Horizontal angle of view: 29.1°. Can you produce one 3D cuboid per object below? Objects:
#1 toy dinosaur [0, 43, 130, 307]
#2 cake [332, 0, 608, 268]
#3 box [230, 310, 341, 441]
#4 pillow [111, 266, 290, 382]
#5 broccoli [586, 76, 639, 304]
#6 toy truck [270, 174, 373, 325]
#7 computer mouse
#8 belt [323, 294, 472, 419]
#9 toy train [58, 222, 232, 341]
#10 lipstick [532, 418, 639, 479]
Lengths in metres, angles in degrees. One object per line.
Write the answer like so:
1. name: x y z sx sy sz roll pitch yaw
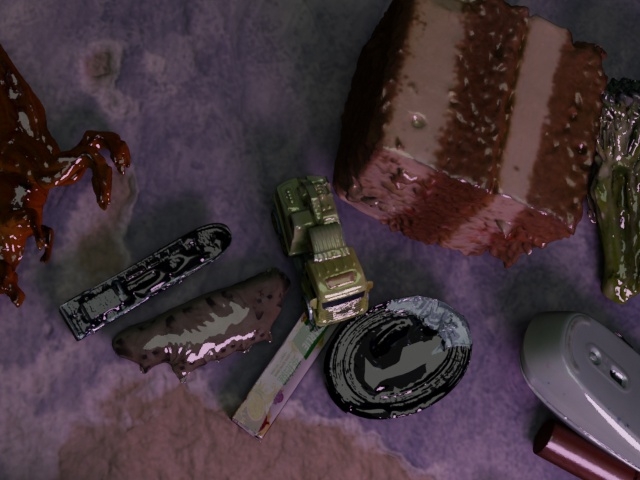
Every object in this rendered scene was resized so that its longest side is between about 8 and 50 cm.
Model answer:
1. toy dinosaur: -0.345 -0.111 1.529 0.208 0.097 0.432 -1 79 -2
2. cake: 0.180 -0.135 1.537 0.290 0.256 0.282 16 72 -8
3. box: -0.038 0.158 1.576 0.050 0.041 0.207 35 77 0
4. pillow: -0.139 0.115 1.557 0.241 0.051 0.093 -23 87 -15
5. broccoli: 0.412 -0.067 1.659 0.165 0.145 0.304 1 95 -7
6. toy truck: 0.000 0.000 1.546 0.085 0.116 0.191 -15 64 -11
7. computer mouse: 0.372 0.210 1.616 0.288 0.097 0.159 41 40 -13
8. belt: 0.100 0.148 1.586 0.198 0.078 0.151 -22 83 -11
9. toy train: -0.215 0.047 1.552 0.234 0.051 0.052 -31 90 -17
10. lipstick: 0.447 0.342 1.639 0.357 0.057 0.057 29 78 -6
